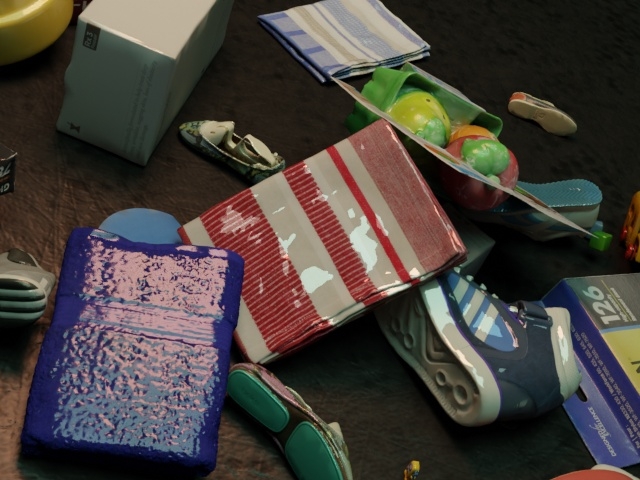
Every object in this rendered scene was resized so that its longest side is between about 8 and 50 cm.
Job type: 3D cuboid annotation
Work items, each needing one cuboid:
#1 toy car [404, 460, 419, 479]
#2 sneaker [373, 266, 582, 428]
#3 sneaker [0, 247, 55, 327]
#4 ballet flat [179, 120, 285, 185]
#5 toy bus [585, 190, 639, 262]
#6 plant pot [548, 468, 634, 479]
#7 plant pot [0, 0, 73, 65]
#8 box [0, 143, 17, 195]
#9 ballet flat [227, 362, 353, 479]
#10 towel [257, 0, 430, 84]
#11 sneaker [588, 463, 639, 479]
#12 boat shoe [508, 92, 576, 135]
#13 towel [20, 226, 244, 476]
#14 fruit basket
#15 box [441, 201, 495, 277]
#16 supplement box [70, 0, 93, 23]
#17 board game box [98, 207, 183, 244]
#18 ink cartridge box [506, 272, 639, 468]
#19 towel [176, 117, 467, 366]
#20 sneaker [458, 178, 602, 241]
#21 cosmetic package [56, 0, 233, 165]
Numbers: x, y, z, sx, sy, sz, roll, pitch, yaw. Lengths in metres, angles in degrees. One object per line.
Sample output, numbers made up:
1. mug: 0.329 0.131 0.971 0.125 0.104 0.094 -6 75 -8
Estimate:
1. toy car: 0.083 0.306 1.292 0.060 0.040 0.122 24 42 0
2. sneaker: 0.227 0.110 1.495 0.236 0.130 0.323 -8 51 -33
3. sneaker: -0.434 0.051 1.300 0.229 0.086 0.132 9 18 0
4. ballet flat: -0.131 -0.147 1.639 0.188 0.070 0.070 31 42 7
5. toy bus: 0.560 -0.019 1.756 0.191 0.104 0.202 -3 23 -37
6. plant pot: 0.316 0.402 1.153 0.275 0.275 0.243 6 35 -20
7. plant pot: -0.509 -0.427 1.575 0.254 0.239 0.254 1 53 -2
8. box: -0.591 -0.103 1.331 0.295 0.073 0.293 31 36 19
9. ballet flat: -0.025 0.228 1.307 0.221 0.077 0.079 43 25 20
10. towel: 0.049 -0.386 1.991 0.285 0.034 0.209 -22 58 -39
11. sneaker: 0.455 0.360 1.377 0.237 0.086 0.085 33 44 12
12. boat shoe: 0.420 -0.240 2.005 0.137 0.049 0.043 23 39 5
13. towel: -0.219 0.133 1.286 0.228 0.076 0.308 9 52 -6
14. fruit basket: 0.216 -0.134 1.592 0.327 0.165 0.353 20 9 -40
15. box: 0.186 0.017 1.599 0.101 0.087 0.102 42 44 18
16. supplement box: -0.432 -0.470 1.823 0.130 0.073 0.239 -10 53 -32
17. board game box: -0.225 0.029 1.440 0.133 0.033 0.168 -24 66 -45
18. ink cartridge box: 0.476 0.180 1.586 0.307 0.072 0.303 -2 48 -29
19. towel: 0.000 0.000 1.420 0.329 0.037 0.237 -28 69 -6
20. sneaker: 0.339 -0.044 1.740 0.229 0.092 0.087 2 43 4
21. cosmetic package: -0.252 -0.321 1.651 0.156 0.217 0.385 22 43 -3
